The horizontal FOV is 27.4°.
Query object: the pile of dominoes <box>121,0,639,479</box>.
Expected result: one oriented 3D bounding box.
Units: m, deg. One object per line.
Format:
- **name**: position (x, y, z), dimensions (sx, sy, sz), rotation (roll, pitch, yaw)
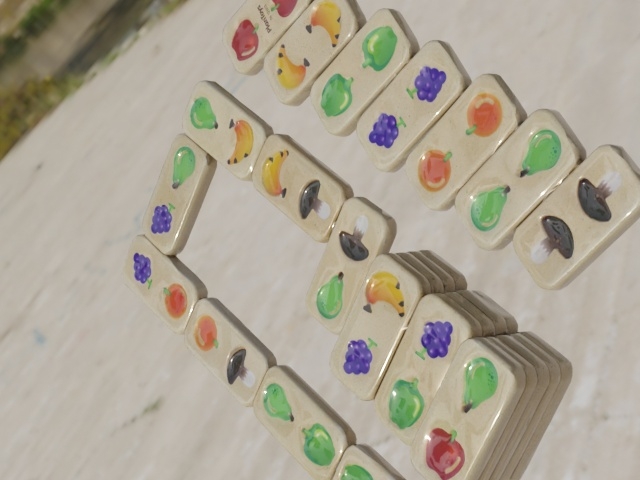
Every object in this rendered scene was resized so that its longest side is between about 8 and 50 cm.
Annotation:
- **pile of dominoes**: position (0.000, 0.000, 0.556), dimensions (0.251, 0.040, 0.196), rotation (40, 116, 37)
